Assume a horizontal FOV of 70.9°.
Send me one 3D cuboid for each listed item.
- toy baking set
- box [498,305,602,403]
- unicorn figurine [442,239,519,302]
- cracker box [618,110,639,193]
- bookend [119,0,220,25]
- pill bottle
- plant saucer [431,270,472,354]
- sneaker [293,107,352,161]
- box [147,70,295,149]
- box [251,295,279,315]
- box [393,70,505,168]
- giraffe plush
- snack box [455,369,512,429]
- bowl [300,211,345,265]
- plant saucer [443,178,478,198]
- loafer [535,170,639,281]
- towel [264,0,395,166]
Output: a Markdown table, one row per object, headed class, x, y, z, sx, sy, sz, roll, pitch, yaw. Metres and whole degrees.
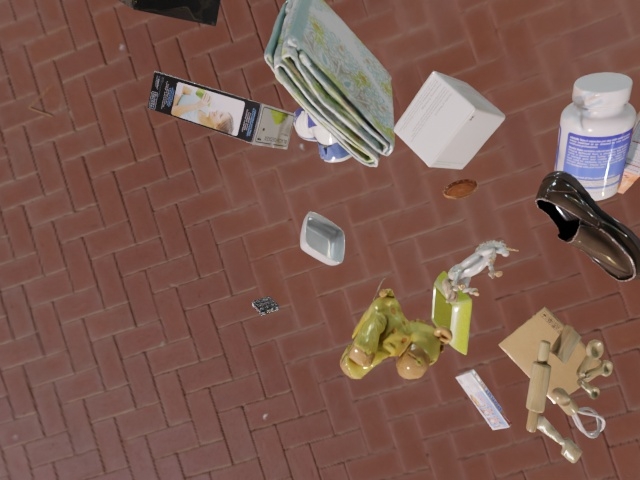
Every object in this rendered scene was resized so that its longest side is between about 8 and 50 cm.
| class | x | y | z | sx | sy | sz | roll | pitch | yaw |
| --- | --- | --- | --- | --- | --- | --- | --- | --- | --- |
| toy baking set | 0.452 | 0.283 | 0.812 | 0.196 | 0.030 | 0.256 | 11 | 92 | -19 |
| box | 0.601 | 0.301 | 1.179 | 0.201 | 0.021 | 0.164 | 48 | 116 | 18 |
| unicorn figurine | 0.282 | 0.043 | 0.796 | 0.161 | 0.111 | 0.060 | -25 | 104 | 11 |
| cracker box | 0.859 | -0.259 | 1.217 | 0.067 | 0.155 | 0.232 | 28 | 90 | 23 |
| bookend | -0.282 | -0.444 | 0.781 | 0.156 | 0.157 | 0.072 | 39 | 124 | 31 |
| pill bottle | 0.647 | -0.243 | 1.065 | 0.152 | 0.152 | 0.272 | -10 | 128 | 6 |
| plant saucer | 0.380 | 0.214 | 1.341 | 0.045 | 0.188 | 0.188 | -6 | 113 | -8 |
| sneaker | 0.009 | -0.381 | 1.357 | 0.127 | 0.315 | 0.182 | -18 | 128 | -13 |
| box | -0.223 | -0.295 | 1.032 | 0.289 | 0.169 | 0.087 | 22 | 105 | 19 |
| box | -0.183 | 0.216 | 1.496 | 0.067 | 0.083 | 0.018 | -15 | 113 | -26 |
| box | 0.184 | -0.168 | 0.644 | 0.087 | 0.101 | 0.102 | 53 | 127 | 27 |
| giraffe plush | 0.157 | 0.203 | 0.895 | 0.170 | 0.181 | 0.210 | 28 | 78 | 5 |
| snack box | 0.466 | 0.456 | 1.288 | 0.178 | 0.022 | 0.064 | 55 | 140 | 9 |
| bowl | 0.000 | 0.000 | 1.286 | 0.142 | 0.142 | 0.053 | 31 | 133 | -25 |
| plant saucer | 0.340 | -0.123 | 1.092 | 0.083 | 0.083 | 0.013 | -20 | 118 | 6 |
| loafer | 0.432 | -0.011 | 0.739 | 0.078 | 0.080 | 0.220 | -38 | 79 | -17 |
| towel | 0.035 | -0.369 | 0.985 | 0.090 | 0.375 | 0.320 | -30 | 126 | 33 |
